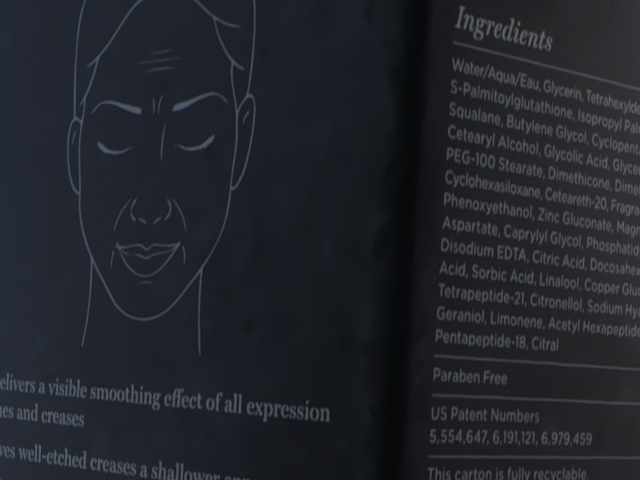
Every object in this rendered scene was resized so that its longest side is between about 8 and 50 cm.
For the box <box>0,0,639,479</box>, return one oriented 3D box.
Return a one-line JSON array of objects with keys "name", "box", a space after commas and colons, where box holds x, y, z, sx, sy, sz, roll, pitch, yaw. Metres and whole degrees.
[{"name": "box", "box": [0.000, 0.000, 0.842, 0.212, 0.293, 0.395, 6, -94, -46]}]
